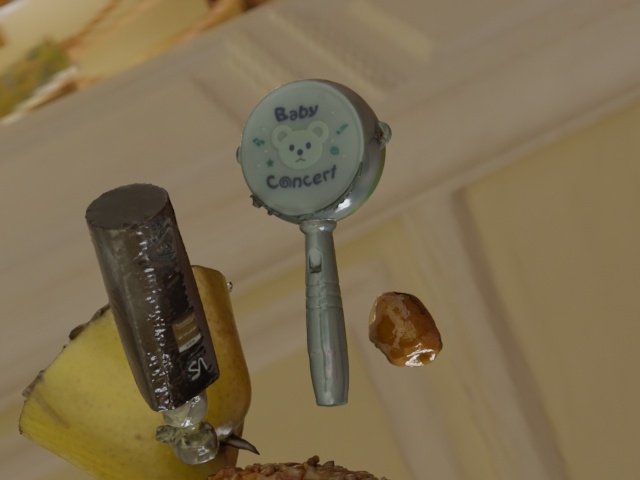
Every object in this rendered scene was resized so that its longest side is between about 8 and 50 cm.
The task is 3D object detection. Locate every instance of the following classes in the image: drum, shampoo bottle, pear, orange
[{"bbox_3d":[-0.019,-0.003,1.470,0.049,0.130,0.253,16,-97,-66],"label":"drum"},{"bbox_3d":[-0.108,0.062,1.264,0.063,0.057,0.208,32,142,50],"label":"shampoo bottle"},{"bbox_3d":[-0.148,0.164,1.761,0.178,0.267,0.267,53,168,18],"label":"pear"},{"bbox_3d":[0.078,0.087,1.835,0.086,0.062,0.086,56,168,19],"label":"orange"}]

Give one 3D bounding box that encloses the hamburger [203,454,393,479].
[{"bbox_3d":[0.001,0.338,1.545,0.330,0.330,0.250,74,-155,-47],"label":"hamburger"}]
